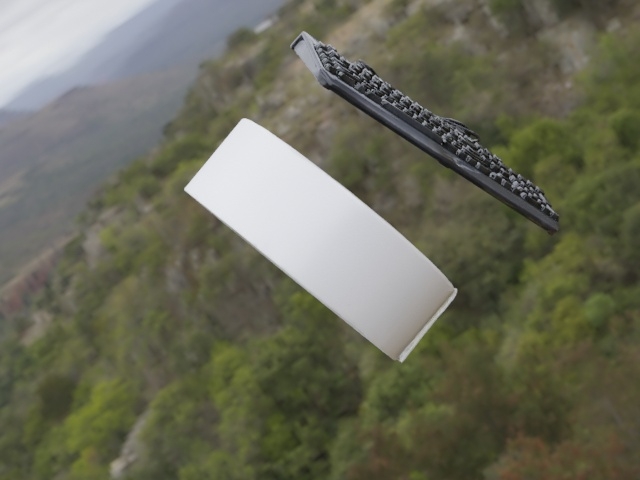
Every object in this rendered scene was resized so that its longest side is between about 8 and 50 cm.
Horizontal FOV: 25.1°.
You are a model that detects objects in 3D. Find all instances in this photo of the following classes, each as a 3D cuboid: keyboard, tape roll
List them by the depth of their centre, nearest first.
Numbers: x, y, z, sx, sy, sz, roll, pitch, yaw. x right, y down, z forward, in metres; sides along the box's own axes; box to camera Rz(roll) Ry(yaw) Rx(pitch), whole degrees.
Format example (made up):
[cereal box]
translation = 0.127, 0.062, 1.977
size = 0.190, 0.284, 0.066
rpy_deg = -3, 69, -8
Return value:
[keyboard]
translation = 0.105, -0.119, 1.458
size = 0.033, 0.317, 0.201
rpy_deg = -53, 26, 11
[tape roll]
translation = 0.000, 0.000, 1.480
size = 0.100, 0.286, 0.286
rpy_deg = -51, 13, -3
